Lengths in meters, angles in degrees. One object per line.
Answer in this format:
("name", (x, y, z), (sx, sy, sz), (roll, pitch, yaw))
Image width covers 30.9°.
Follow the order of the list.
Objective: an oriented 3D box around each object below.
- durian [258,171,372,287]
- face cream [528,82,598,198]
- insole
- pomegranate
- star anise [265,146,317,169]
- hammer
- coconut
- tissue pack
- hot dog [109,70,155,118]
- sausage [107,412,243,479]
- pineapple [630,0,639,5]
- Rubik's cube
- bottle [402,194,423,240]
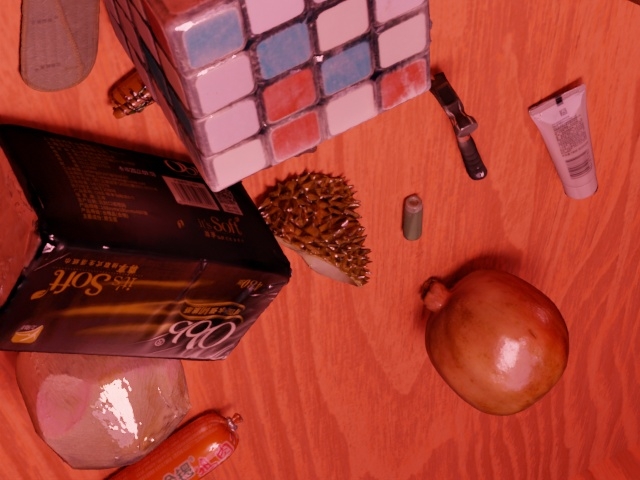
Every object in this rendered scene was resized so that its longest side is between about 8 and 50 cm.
("durian", (0.000, 0.000, 1.643), (0.139, 0.145, 0.252), (-19, 159, 23))
("face cream", (0.388, -0.149, 1.806), (0.092, 0.058, 0.244), (-27, 143, 4))
("insole", (-0.257, -0.276, 1.132), (0.119, 0.009, 0.348), (-16, 145, -24))
("pomegranate", (0.284, 0.159, 1.974), (0.270, 0.252, 0.229), (39, 100, -12))
("star anise", (-0.053, -0.154, 1.411), (0.212, 0.073, 0.197), (-37, 144, 15))
("hammer", (0.200, -0.145, 1.624), (0.033, 0.111, 0.288), (-31, 156, 5))
("coconut", (-0.286, 0.202, 1.553), (0.227, 0.230, 0.227), (-23, 148, -15))
("tissue pack", (-0.235, 0.007, 1.363), (0.370, 0.210, 0.198), (10, 124, -45))
("hot dog", (-0.185, -0.177, 1.303), (0.122, 0.037, 0.049), (-36, 144, 5))
("sausage", (-0.257, 0.390, 1.964), (0.312, 0.093, 0.093), (-35, 148, 6))
("pineapple", (0.463, -0.420, 1.435), (0.279, 0.158, 0.158), (-49, 146, 6))
("Rubik's cube", (-0.064, -0.248, 1.096), (0.253, 0.256, 0.259), (-26, 149, -12))
("bottle", (0.142, -0.034, 1.774), (0.030, 0.030, 0.083), (-22, 146, -14))
